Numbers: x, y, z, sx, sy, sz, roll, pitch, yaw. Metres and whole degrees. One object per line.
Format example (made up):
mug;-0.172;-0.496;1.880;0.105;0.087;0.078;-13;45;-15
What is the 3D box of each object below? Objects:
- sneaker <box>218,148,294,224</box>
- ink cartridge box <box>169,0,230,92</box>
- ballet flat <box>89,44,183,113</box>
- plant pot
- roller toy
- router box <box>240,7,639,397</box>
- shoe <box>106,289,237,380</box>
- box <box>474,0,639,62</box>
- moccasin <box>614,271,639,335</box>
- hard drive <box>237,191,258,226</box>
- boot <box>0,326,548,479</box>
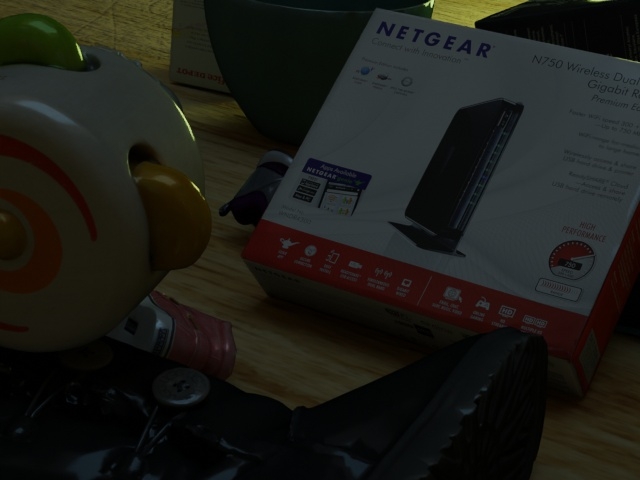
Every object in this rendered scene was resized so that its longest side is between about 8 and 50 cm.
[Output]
sneaker;0.000;0.000;1.545;0.224;0.083;0.098;35;74;31
ink cartridge box;-0.122;-0.304;2.109;0.128;0.176;0.127;15;21;22
ballet flat;-0.282;-0.160;1.775;0.139;0.139;0.400;15;24;25
plant pot;-0.008;-0.231;1.919;0.290;0.195;0.290;4;22;-1
roller toy;-0.186;-0.026;1.033;0.209;0.191;0.146;40;31;-2
router box;0.140;-0.047;1.404;0.335;0.082;0.301;16;67;27
shoe;-0.132;0.079;1.307;0.081;0.063;0.178;20;2;-24
box;0.418;-0.246;1.963;0.312;0.179;0.343;-4;14;32
moccasin;0.283;0.015;1.469;0.342;0.117;0.138;10;22;14
hard drive;-0.014;-0.035;1.660;0.135;0.022;0.094;-4;24;-22
boot;-0.092;0.124;1.113;0.445;0.146;0.367;10;20;25
